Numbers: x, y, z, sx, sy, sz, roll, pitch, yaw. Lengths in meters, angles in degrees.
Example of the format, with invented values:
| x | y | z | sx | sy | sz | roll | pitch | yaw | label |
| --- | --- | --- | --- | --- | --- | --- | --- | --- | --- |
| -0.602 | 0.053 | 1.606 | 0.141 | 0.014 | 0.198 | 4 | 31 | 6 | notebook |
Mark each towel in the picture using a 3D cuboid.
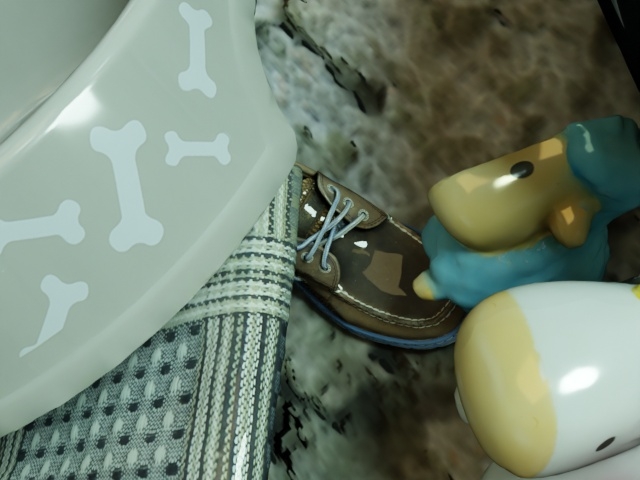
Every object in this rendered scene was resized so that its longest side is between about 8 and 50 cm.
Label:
| x | y | z | sx | sy | sz | roll | pitch | yaw | label |
| --- | --- | --- | --- | --- | --- | --- | --- | --- | --- |
| -0.157 | 0.117 | 0.549 | 0.324 | 0.056 | 0.312 | -11 | 63 | 37 | towel |

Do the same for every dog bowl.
| x | y | z | sx | sy | sz | roll | pitch | yaw | label |
| --- | --- | --- | --- | --- | --- | --- | --- | --- | --- |
| -0.168 | -0.057 | 0.572 | 0.349 | 0.102 | 0.348 | -26 | 36 | 21 | dog bowl |

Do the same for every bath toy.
| x | y | z | sx | sy | sz | roll | pitch | yaw | label |
| --- | --- | --- | --- | --- | --- | --- | --- | --- | --- |
| 0.131 | 0.128 | 0.394 | 0.129 | 0.151 | 0.348 | -30 | 59 | 28 | bath toy |

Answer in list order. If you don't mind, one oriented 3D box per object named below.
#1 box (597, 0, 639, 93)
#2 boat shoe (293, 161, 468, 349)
| x | y | z | sx | sy | sz | roll | pitch | yaw | label |
| --- | --- | --- | --- | --- | --- | --- | --- | --- | --- |
| 0.254 | -0.186 | 0.412 | 0.312 | 0.179 | 0.343 | -20 | 45 | 15 | box |
| 0.000 | 0.000 | 0.564 | 0.183 | 0.066 | 0.066 | 26 | 81 | 32 | boat shoe |
